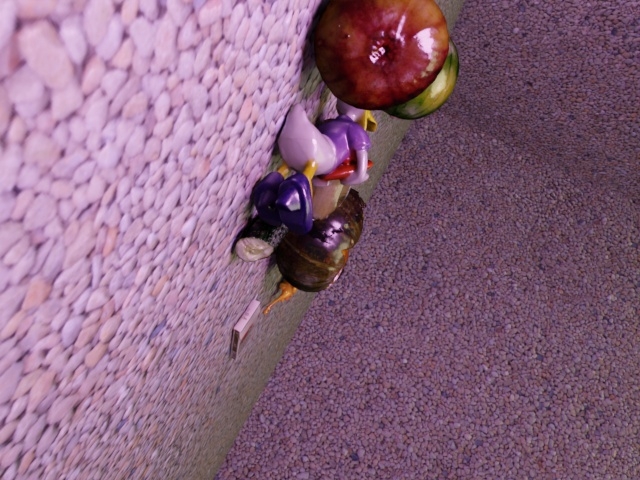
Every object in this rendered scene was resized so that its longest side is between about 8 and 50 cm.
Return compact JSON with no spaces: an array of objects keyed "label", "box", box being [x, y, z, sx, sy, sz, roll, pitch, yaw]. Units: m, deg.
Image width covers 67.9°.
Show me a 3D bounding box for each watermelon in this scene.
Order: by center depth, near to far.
[{"label":"watermelon","box":[0.233,-0.434,1.221,0.242,0.243,0.242,-61,173,-13]}]

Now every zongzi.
[{"label":"zongzi","box":[0.032,-0.183,1.194,0.274,0.125,0.250,-60,174,-72]}]

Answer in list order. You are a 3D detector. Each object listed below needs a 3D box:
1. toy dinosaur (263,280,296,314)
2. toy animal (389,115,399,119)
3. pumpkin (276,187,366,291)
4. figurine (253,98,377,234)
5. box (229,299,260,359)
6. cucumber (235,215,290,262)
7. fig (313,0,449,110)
[{"label":"toy dinosaur","box":[-0.105,0.151,1.661,0.288,0.071,0.117,-56,171,-16]},{"label":"toy animal","box":[0.402,-0.642,1.867,0.358,0.189,0.226,-62,177,-10]},{"label":"pumpkin","box":[0.000,0.000,1.330,0.320,0.192,0.320,-63,175,-10]},{"label":"figurine","box":[0.013,-0.200,0.920,0.421,0.154,0.193,-49,129,-32]},{"label":"box","box":[-0.220,0.264,1.383,0.109,0.029,0.198,-58,172,-38]},{"label":"cucumber","box":[-0.093,-0.043,1.000,0.241,0.075,0.074,-57,171,-49]},{"label":"fig","box":[0.100,-0.369,0.838,0.320,0.217,0.216,-86,-166,-51]}]
